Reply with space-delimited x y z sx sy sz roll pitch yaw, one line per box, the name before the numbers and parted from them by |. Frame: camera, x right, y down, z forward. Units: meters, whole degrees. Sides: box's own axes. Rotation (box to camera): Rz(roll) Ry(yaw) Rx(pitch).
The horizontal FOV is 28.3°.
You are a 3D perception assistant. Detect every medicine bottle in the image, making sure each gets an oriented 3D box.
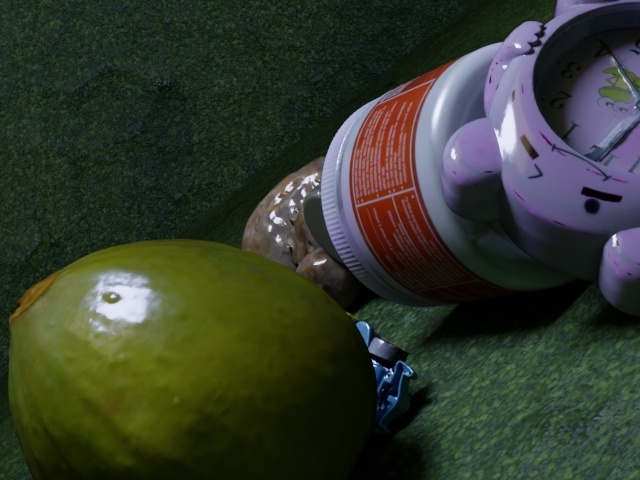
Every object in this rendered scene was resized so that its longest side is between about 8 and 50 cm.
medicine bottle | 0.162 -0.063 1.352 0.252 0.252 0.241 -43 14 -27

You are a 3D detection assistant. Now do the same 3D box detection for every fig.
fig | -0.123 0.149 1.156 0.343 0.343 0.343 -36 12 9

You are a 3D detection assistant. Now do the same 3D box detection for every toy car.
toy car | 0.046 0.151 1.331 0.161 0.098 0.126 18 81 43

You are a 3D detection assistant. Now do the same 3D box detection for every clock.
clock | 0.287 -0.104 1.156 0.322 0.295 0.113 -46 -26 -23

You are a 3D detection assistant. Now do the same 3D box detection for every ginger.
ginger | 0.000 0.000 1.825 0.244 0.155 0.304 -58 20 -9

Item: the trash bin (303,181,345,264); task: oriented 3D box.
trash bin | 0.141 -0.066 1.641 0.247 0.121 0.243 -40 38 -27
